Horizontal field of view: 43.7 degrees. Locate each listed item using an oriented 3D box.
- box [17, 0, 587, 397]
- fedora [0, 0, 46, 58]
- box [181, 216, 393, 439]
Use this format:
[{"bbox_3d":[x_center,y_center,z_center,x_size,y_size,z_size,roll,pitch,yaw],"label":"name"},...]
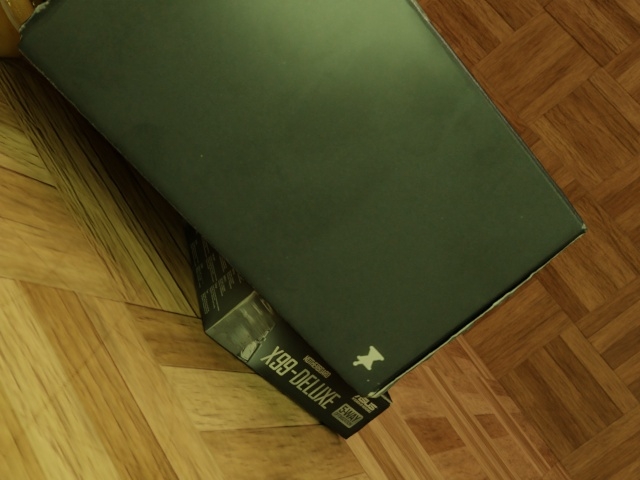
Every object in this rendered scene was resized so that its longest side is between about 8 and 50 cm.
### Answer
[{"bbox_3d":[-0.017,-0.165,0.918,0.480,0.297,0.472,47,12,-18],"label":"box"},{"bbox_3d":[-0.318,-0.243,0.822,0.194,0.079,0.194,-19,90,-89],"label":"fedora"},{"bbox_3d":[-0.053,0.063,0.976,0.242,0.076,0.307,44,11,-32],"label":"box"}]
